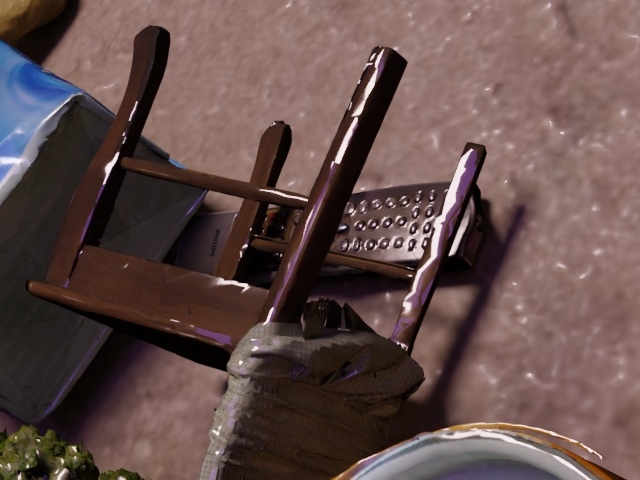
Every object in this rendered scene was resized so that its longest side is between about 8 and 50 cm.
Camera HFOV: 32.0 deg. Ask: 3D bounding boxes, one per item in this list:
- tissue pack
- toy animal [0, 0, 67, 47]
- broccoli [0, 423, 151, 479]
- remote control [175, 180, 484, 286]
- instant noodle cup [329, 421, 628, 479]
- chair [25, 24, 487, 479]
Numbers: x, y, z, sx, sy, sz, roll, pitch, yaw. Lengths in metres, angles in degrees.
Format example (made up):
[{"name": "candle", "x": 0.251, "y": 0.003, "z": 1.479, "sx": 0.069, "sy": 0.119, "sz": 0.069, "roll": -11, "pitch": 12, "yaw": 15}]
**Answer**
[{"name": "tissue pack", "x": -0.237, "y": -0.033, "z": 0.770, "sx": 0.263, "sy": 0.146, "sz": 0.198, "roll": 33, "pitch": 87, "yaw": 46}, {"name": "toy animal", "x": -0.288, "y": -0.170, "z": 0.924, "sx": 0.101, "sy": 0.103, "sz": 0.219, "roll": 34, "pitch": 68, "yaw": 16}, {"name": "broccoli", "x": -0.247, "y": 0.190, "z": 0.580, "sx": 0.321, "sy": 0.283, "sz": 0.304, "roll": -32, "pitch": 30, "yaw": -20}, {"name": "remote control", "x": 0.000, "y": 0.000, "z": 0.680, "sx": 0.212, "sy": 0.028, "sz": 0.059, "roll": -5, "pitch": 58, "yaw": 32}, {"name": "instant noodle cup", "x": 0.082, "y": 0.176, "z": 0.428, "sx": 0.215, "sy": 0.172, "sz": 0.216, "roll": -17, "pitch": 55, "yaw": 26}, {"name": "chair", "x": -0.043, "y": 0.069, "z": 0.568, "sx": 0.186, "sy": 0.160, "sz": 0.319, "roll": 12, "pitch": 78, "yaw": 33}]
